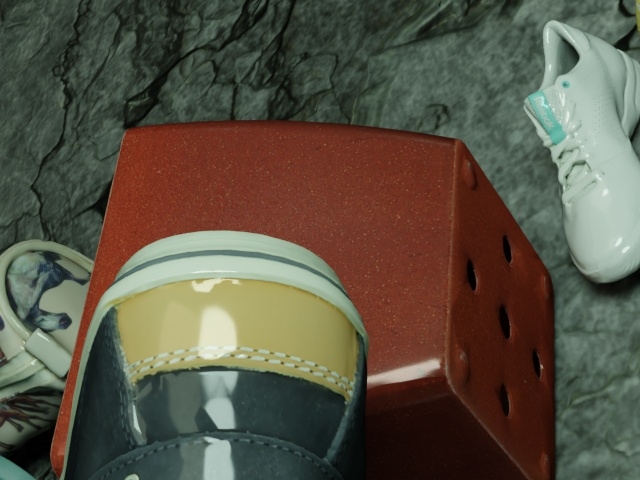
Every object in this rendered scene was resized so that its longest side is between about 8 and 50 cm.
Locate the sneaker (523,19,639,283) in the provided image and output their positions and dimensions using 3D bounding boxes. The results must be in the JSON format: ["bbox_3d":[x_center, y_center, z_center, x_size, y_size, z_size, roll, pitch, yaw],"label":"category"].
[{"bbox_3d":[0.181,-0.067,0.949,0.080,0.094,0.212,-33,38,36],"label":"sneaker"}]

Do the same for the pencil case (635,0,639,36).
[{"bbox_3d":[0.268,-0.066,0.814,0.113,0.124,0.273,-30,44,28],"label":"pencil case"}]

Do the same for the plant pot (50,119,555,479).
[{"bbox_3d":[0.016,0.075,0.897,0.236,0.267,0.267,-12,51,26],"label":"plant pot"}]

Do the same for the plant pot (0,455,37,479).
[{"bbox_3d":[-0.310,0.284,1.066,0.293,0.293,0.196,-19,22,36],"label":"plant pot"}]

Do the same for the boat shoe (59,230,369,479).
[{"bbox_3d":[-0.073,0.209,0.747,0.500,0.187,0.156,104,167,-47],"label":"boat shoe"}]

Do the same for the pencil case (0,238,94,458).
[{"bbox_3d":[-0.341,0.154,1.245,0.410,0.160,0.183,-35,22,28],"label":"pencil case"}]
